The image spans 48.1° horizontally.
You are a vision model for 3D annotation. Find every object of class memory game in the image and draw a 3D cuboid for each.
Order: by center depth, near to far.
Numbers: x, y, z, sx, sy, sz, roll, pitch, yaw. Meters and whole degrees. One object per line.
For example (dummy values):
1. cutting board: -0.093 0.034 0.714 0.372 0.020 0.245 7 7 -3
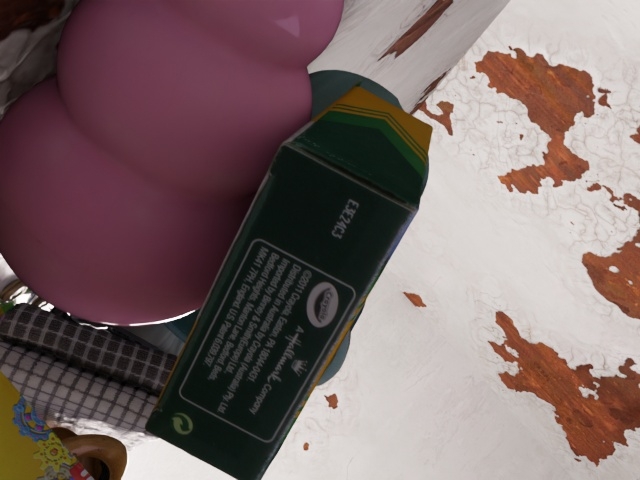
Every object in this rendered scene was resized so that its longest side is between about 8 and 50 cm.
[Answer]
1. memory game: -0.402 0.096 0.917 0.186 0.012 0.186 -42 177 -3

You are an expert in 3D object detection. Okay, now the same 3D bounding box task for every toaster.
1. toaster: -0.270 0.109 1.079 0.146 0.227 0.129 -64 -172 -33

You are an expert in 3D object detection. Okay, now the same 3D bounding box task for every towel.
1. towel: -0.317 0.191 0.971 0.283 0.235 0.121 134 -26 -61

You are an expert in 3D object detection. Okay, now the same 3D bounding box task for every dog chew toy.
1. dog chew toy: -0.101 -0.093 0.509 0.331 0.207 0.207 -53 172 27

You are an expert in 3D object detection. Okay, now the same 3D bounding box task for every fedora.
1. fedora: -0.352 0.308 0.952 0.194 0.079 0.194 -28 141 -26

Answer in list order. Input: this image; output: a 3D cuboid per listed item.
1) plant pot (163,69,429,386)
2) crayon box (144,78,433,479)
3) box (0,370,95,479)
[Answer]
1. plant pot: -0.035 -0.043 0.948 0.334 0.341 0.341 -49 -178 -39
2. crayon box: 0.000 0.000 0.542 0.203 0.083 0.323 -62 180 21
3. box: -0.287 0.138 0.423 0.177 0.290 0.279 -40 177 -32
